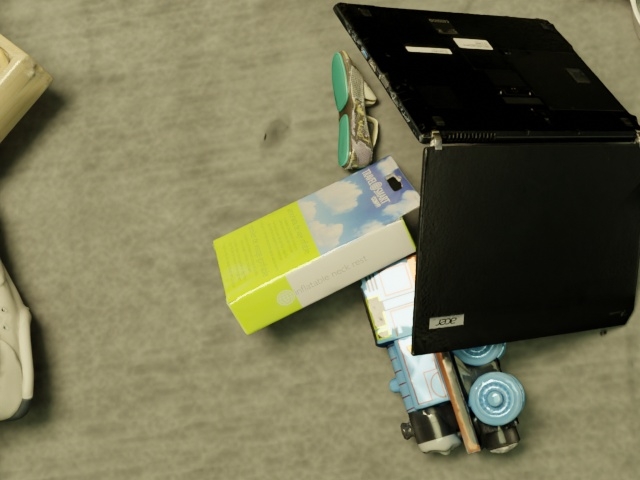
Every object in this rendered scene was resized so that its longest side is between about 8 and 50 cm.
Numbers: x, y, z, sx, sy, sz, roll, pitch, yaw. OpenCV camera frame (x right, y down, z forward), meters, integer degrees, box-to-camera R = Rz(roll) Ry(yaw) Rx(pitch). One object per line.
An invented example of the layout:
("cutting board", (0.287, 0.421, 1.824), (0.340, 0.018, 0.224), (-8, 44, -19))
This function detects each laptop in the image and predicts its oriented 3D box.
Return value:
("laptop", (0.139, -0.062, 0.762), (0.234, 0.136, 0.264), (-4, 49, -30))

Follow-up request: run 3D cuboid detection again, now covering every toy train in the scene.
("toy train", (0.102, 0.093, 0.764), (0.105, 0.080, 0.184), (-19, 78, 12))

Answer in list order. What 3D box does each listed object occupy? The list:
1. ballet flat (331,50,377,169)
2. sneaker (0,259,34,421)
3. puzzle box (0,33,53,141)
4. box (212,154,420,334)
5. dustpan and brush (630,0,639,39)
("ballet flat", (0.033, -0.119, 0.842), (0.041, 0.041, 0.114), (-5, 77, 6))
("sneaker", (-0.312, 0.051, 0.818), (0.094, 0.091, 0.258), (-28, 54, 15))
("puzzle box", (-0.483, -0.158, 0.872), (0.409, 0.052, 0.272), (35, 83, 21))
("box", (0.000, 0.000, 0.782), (0.178, 0.042, 0.109), (-26, 31, 1))
("dustpan and brush", (0.303, -0.219, 0.816), (0.211, 0.060, 0.147), (15, 79, 10))
